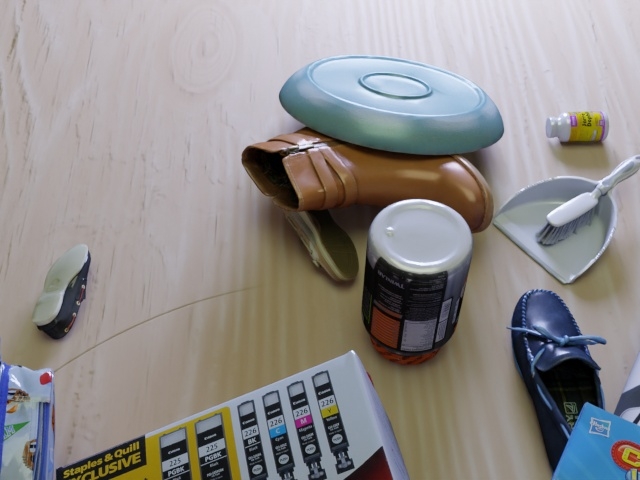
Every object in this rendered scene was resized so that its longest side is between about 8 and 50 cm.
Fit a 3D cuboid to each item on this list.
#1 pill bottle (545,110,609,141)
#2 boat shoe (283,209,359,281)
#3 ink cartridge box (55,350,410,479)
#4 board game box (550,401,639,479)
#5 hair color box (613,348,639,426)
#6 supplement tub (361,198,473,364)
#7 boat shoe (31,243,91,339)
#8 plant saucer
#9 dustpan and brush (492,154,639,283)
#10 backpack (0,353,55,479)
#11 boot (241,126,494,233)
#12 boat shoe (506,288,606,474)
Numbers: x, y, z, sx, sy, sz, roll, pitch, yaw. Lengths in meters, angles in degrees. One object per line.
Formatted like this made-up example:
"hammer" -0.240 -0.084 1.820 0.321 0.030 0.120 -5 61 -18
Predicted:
"pill bottle" 0.370 -0.164 1.398 0.083 0.043 0.043 -2 50 -3
"boat shoe" -0.002 0.000 1.254 0.056 0.048 0.153 -4 50 -43
"ink cartridge box" -0.078 0.240 0.895 0.310 0.130 0.271 -22 42 3
"board game box" 0.319 0.311 0.819 0.302 0.308 0.086 23 51 17
"hair color box" 0.421 0.170 0.998 0.185 0.113 0.374 -16 28 46
"supplement tub" 0.107 0.054 1.109 0.117 0.190 0.117 1 50 -1
"boat shoe" -0.313 0.062 1.194 0.049 0.042 0.133 -10 44 24
"plant saucer" 0.102 -0.200 1.346 0.318 0.043 0.317 6 27 -3
"dustpan and brush" 0.355 -0.050 1.288 0.211 0.060 0.147 -30 56 -24
"backpack" -0.363 0.237 0.919 0.213 0.276 0.263 11 52 -10
"boot" 0.057 -0.075 1.226 0.220 0.109 0.283 -14 42 -43
"boat shoe" 0.287 0.152 1.095 0.109 0.089 0.258 -8 50 -8
